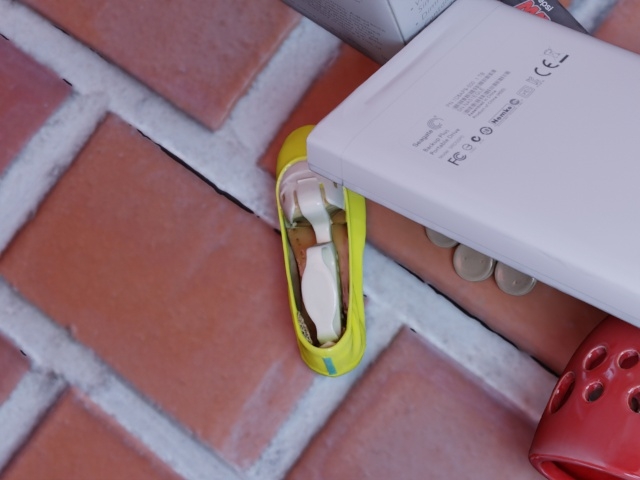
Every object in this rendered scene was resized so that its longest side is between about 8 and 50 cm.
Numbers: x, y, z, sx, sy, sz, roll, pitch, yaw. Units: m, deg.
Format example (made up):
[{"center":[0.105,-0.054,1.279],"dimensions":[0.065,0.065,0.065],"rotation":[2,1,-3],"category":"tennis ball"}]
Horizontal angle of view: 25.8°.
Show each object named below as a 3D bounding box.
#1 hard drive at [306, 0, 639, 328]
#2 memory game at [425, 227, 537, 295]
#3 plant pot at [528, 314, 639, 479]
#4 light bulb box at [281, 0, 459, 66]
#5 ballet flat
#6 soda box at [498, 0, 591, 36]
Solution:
[{"center":[0.199,-0.061,1.041],"dimensions":[0.353,0.047,0.233],"rotation":[26,52,27],"category":"hard drive"},{"center":[0.166,-0.046,1.164],"dimensions":[0.186,0.012,0.186],"rotation":[-1,88,29],"category":"memory game"},{"center":[0.272,0.121,1.032],"dimensions":[0.191,0.191,0.174],"rotation":[21,78,17],"category":"plant pot"},{"center":[0.074,-0.372,1.119],"dimensions":[0.225,0.361,0.358],"rotation":[34,84,19],"category":"light bulb box"},{"center":[0.000,0.000,1.184],"dimensions":[0.077,0.077,0.231],"rotation":[-9,73,11],"category":"ballet flat"},{"center":[0.214,-0.143,1.187],"dimensions":[0.060,0.053,0.169],"rotation":[-39,70,0],"category":"soda box"}]
